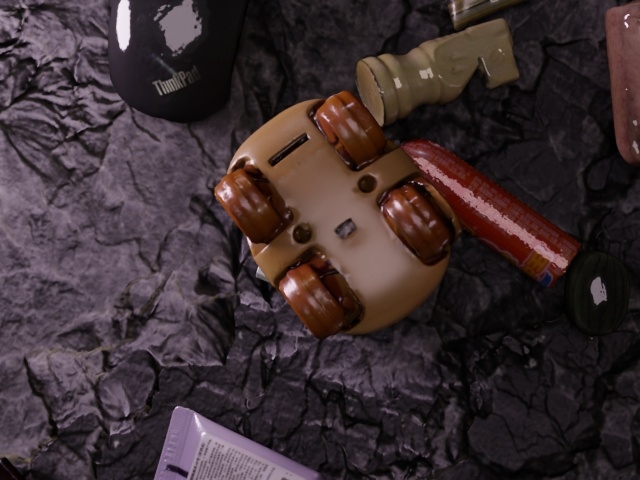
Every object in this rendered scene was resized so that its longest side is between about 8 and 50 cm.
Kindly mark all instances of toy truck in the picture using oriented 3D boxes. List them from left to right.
[{"bbox_3d":[0.014,-0.032,1.236,0.204,0.211,0.288,-38,82,-1],"label":"toy truck"}]

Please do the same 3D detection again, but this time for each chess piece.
[{"bbox_3d":[0.151,-0.213,1.373,0.200,0.090,0.090,-20,85,-10],"label":"chess piece"}]

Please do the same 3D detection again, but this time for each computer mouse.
[{"bbox_3d":[-0.177,-0.287,1.377,0.170,0.100,0.269,12,87,1],"label":"computer mouse"}]

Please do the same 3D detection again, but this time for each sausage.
[{"bbox_3d":[0.191,-0.046,1.356,0.274,0.074,0.074,37,88,4],"label":"sausage"}]

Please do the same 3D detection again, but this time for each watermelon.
[{"bbox_3d":[0.336,0.066,1.342,0.078,0.078,0.111,1,87,2],"label":"watermelon"}]

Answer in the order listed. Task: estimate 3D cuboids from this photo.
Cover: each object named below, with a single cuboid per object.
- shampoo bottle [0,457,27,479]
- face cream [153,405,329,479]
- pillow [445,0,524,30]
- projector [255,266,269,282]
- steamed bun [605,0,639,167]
[{"bbox_3d":[-0.316,0.381,1.332,0.104,0.104,0.278,-43,86,-1],"label":"shampoo bottle"},{"bbox_3d":[-0.078,0.314,1.343,0.273,0.096,0.154,15,89,16],"label":"face cream"},{"bbox_3d":[0.183,-0.379,1.398,0.113,0.038,0.203,-23,85,1],"label":"pillow"},{"bbox_3d":[0.000,0.000,1.367,0.115,0.061,0.147,23,87,5],"label":"projector"},{"bbox_3d":[0.488,-0.209,1.303,0.301,0.199,0.252,-10,103,10],"label":"steamed bun"}]
